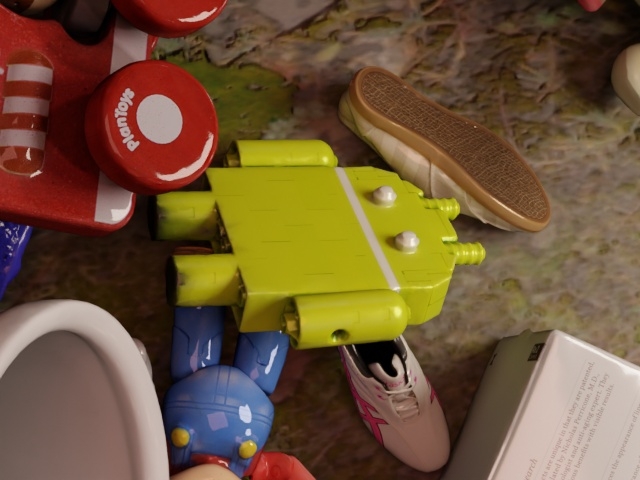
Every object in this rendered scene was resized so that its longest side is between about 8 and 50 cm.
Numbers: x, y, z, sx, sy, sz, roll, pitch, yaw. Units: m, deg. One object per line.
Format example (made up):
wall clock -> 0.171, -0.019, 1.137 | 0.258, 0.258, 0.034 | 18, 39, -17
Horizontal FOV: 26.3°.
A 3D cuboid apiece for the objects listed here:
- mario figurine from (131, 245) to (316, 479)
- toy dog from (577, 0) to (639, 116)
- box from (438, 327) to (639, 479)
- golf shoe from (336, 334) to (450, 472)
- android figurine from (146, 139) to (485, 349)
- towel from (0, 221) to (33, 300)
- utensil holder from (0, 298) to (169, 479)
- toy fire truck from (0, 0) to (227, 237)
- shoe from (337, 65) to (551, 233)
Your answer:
mario figurine -> -0.078, 0.166, 1.111 | 0.198, 0.170, 0.320 | -1, 73, 28
toy dog -> 0.351, -0.284, 1.147 | 0.408, 0.284, 0.395 | 12, 105, 3
box -> 0.187, 0.179, 1.138 | 0.119, 0.181, 0.182 | 25, 82, -3
golf shoe -> 0.057, 0.124, 1.170 | 0.067, 0.086, 0.186 | -30, 101, 0
android figurine -> 0.000, 0.000, 1.135 | 0.273, 0.056, 0.248 | -2, 39, -16
towel -> -0.364, -0.078, 1.093 | 0.308, 0.076, 0.227 | 18, 80, -33
utensil holder -> -0.344, 0.203, 0.949 | 0.385, 0.327, 0.327 | 0, 83, 16
toy fire truck -> -0.221, -0.153, 1.056 | 0.254, 0.169, 0.302 | 11, 77, -31
shoe -> 0.110, -0.074, 1.227 | 0.219, 0.058, 0.076 | 36, 49, -6
